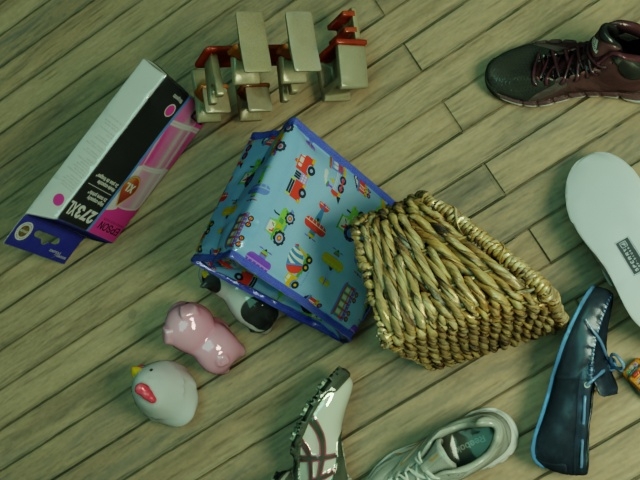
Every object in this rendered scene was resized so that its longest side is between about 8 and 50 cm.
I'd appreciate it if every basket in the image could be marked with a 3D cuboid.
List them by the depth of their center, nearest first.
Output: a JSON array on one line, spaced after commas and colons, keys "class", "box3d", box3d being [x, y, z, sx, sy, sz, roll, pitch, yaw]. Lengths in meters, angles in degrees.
[{"class": "basket", "box3d": [0.191, 0.035, 1.220, 0.223, 0.299, 0.213, -20, 70, 15]}]

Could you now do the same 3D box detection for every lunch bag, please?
[{"class": "lunch bag", "box3d": [0.000, 0.000, 1.321, 0.138, 0.293, 0.221, -7, 55, 58]}]

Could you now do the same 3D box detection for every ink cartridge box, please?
[{"class": "ink cartridge box", "box3d": [-0.344, -0.110, 1.495, 0.069, 0.176, 0.371, 40, 91, 22]}]

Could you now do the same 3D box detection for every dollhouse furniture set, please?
[{"class": "dollhouse furniture set", "box3d": [-0.064, -0.288, 1.420, 0.259, 0.262, 0.135, -6, 83, -23]}]

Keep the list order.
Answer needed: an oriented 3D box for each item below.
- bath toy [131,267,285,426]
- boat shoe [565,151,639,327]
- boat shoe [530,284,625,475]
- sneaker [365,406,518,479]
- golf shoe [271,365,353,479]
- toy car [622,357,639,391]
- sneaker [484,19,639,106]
[{"class": "bath toy", "box3d": [-0.176, 0.133, 1.407, 0.151, 0.129, 0.348, 40, 92, 24]}, {"class": "boat shoe", "box3d": [0.432, 0.013, 1.256, 0.108, 0.102, 0.301, -29, 54, 14]}, {"class": "boat shoe", "box3d": [0.366, 0.192, 1.239, 0.089, 0.109, 0.258, 17, 99, 27]}, {"class": "sneaker", "box3d": [0.148, 0.312, 1.260, 0.262, 0.121, 0.099, -36, 68, 7]}, {"class": "golf shoe", "box3d": [0.003, 0.320, 1.331, 0.120, 0.105, 0.273, 23, 90, 6]}, {"class": "toy car", "box3d": [0.465, 0.166, 1.220, 0.122, 0.040, 0.060, -34, 57, 22]}, {"class": "sneaker", "box3d": [0.371, -0.268, 1.308, 0.281, 0.162, 0.106, 1, 77, 18]}]
